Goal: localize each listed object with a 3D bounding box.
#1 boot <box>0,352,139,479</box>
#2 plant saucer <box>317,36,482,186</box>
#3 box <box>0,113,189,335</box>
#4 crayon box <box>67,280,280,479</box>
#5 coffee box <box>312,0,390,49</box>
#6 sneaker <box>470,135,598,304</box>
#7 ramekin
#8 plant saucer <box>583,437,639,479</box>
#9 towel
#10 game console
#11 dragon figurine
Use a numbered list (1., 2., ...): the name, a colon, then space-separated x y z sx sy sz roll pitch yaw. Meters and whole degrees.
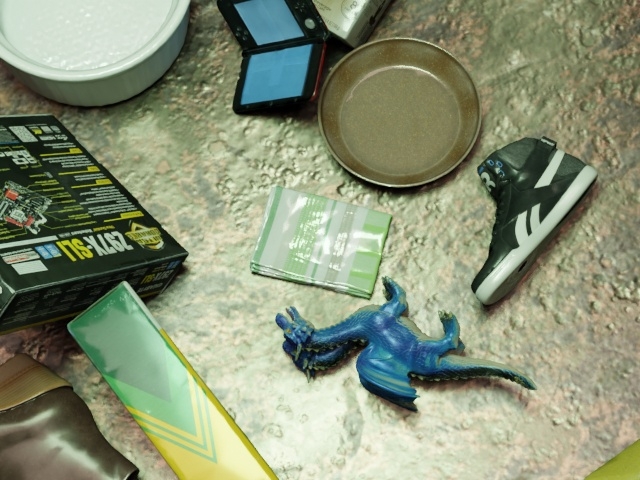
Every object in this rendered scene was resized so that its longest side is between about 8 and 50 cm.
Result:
1. boot: -0.353 0.265 1.466 0.248 0.090 0.207 -41 72 -14
2. plant saucer: 0.096 -0.152 1.610 0.199 0.036 0.198 -1 72 3
3. box: -0.329 -0.028 1.450 0.257 0.322 0.079 46 114 14
4. crayon box: -0.129 0.212 1.412 0.083 0.203 0.323 -38 74 -9
5. coffee box: 0.047 -0.376 1.618 0.141 0.098 0.246 32 95 12
6. sneaker: 0.215 -0.032 1.548 0.121 0.079 0.217 37 69 17
7. ramekin: -0.288 -0.299 1.619 0.277 0.135 0.277 0 74 -1
8. plant saucer: 0.493 0.294 1.364 0.333 0.081 0.332 -29 71 -26
9. towel: 0.000 0.000 1.571 0.152 0.023 0.113 13 74 7
10. game console: -0.067 -0.232 1.587 0.144 0.124 0.085 -3 40 43
11. dragon figurine: 0.090 0.139 1.487 0.289 0.085 0.144 31 76 13
